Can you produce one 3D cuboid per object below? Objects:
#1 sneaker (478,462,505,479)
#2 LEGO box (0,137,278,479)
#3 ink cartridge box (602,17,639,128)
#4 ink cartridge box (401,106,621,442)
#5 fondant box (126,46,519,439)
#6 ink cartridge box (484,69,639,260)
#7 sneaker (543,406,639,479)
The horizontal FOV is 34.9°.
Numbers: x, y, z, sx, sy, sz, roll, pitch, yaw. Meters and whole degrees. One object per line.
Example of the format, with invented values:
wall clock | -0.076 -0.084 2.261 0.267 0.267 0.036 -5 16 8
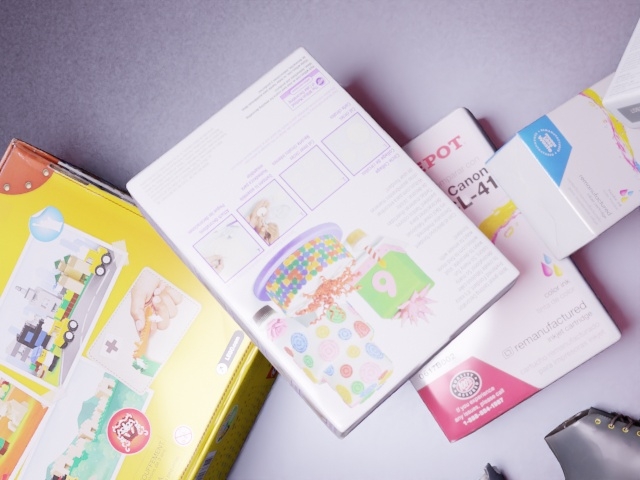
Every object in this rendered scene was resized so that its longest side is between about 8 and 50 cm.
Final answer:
sneaker | 0.225 0.331 1.152 0.235 0.094 0.153 1 98 23
LEGO box | -0.288 0.193 1.193 0.372 0.193 0.500 27 88 12
ink cartridge box | 0.397 -0.231 1.003 0.066 0.189 0.232 38 70 -19
ink cartridge box | 0.160 0.039 1.155 0.226 0.131 0.306 -35 83 10
fondant box | 0.000 0.000 1.040 0.238 0.096 0.330 -40 77 -12
ink cartridge box | 0.308 -0.095 1.089 0.231 0.078 0.134 -32 81 -27
sneaker | 0.366 0.220 1.129 0.222 0.083 0.118 -30 83 12
